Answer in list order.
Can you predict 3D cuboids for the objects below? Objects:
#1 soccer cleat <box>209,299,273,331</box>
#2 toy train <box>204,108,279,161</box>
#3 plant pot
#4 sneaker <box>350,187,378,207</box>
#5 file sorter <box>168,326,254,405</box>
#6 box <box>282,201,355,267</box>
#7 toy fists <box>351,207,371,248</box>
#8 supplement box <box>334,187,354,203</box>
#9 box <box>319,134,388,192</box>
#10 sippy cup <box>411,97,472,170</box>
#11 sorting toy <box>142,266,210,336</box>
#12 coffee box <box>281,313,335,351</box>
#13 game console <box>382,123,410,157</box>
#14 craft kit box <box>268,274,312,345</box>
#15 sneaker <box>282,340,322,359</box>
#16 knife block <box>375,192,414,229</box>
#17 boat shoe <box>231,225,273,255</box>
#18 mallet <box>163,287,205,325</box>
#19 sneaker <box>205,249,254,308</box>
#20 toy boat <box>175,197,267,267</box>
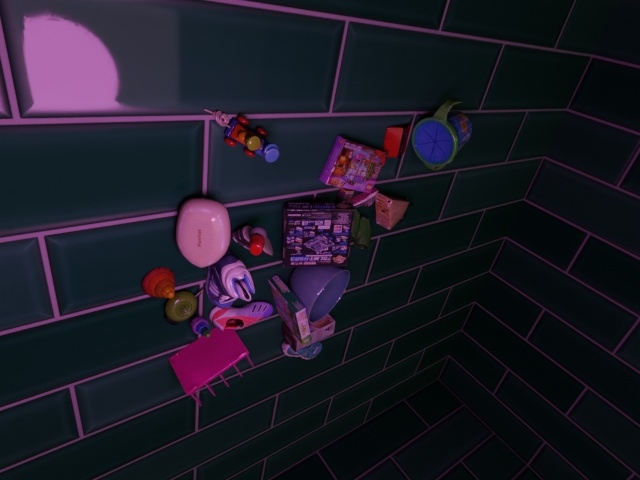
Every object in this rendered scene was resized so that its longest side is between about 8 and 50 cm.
[{"bbox_3d":[-0.332,0.343,1.863,0.318,0.116,0.109,3,119,-43],"label":"soccer cleat"},{"bbox_3d":[-0.253,-0.340,1.364,0.248,0.143,0.105,22,105,-49],"label":"toy train"},{"bbox_3d":[-0.028,0.207,1.947,0.290,0.195,0.290,-42,153,-28],"label":"plant pot"},{"bbox_3d":[0.208,-0.184,1.973,0.170,0.063,0.075,-31,132,-27],"label":"sneaker"},{"bbox_3d":[-0.467,0.546,1.844,0.290,0.202,0.182,-32,141,-19],"label":"file sorter"},{"bbox_3d":[-0.015,-0.021,1.791,0.295,0.073,0.294,-1,125,-7],"label":"box"},{"bbox_3d":[0.160,-0.062,1.974,0.279,0.096,0.143,30,66,-51],"label":"toy fists"},{"bbox_3d":[0.108,-0.195,1.888,0.054,0.043,0.083,-4,123,-42],"label":"supplement box"},{"bbox_3d":[0.149,-0.323,1.812,0.293,0.057,0.201,3,119,-44],"label":"box"},{"bbox_3d":[0.586,-0.495,1.961,0.224,0.240,0.305,-34,179,-32],"label":"sippy cup"},{"bbox_3d":[-0.518,0.258,1.584,0.127,0.126,0.366,-43,132,-19],"label":"sorting toy"},{"bbox_3d":[-0.064,0.455,2.182,0.246,0.141,0.098,-19,133,-30],"label":"coffee box"},{"bbox_3d":[0.348,-0.460,1.918,0.124,0.085,0.144,-51,155,-50],"label":"game console"},{"bbox_3d":[-0.139,0.319,1.918,0.060,0.250,0.247,-30,136,-19],"label":"craft kit box"},{"bbox_3d":[-0.081,0.580,2.266,0.110,0.107,0.275,-33,151,32],"label":"sneaker"},{"bbox_3d":[0.378,-0.184,2.082,0.242,0.088,0.276,-46,148,-24],"label":"knife block"},{"bbox_3d":[-0.269,0.007,1.700,0.079,0.084,0.233,-20,152,19],"label":"boat shoe"},{"bbox_3d":[-0.536,0.266,1.685,0.189,0.039,0.062,-39,139,-17],"label":"mallet"},{"bbox_3d":[-0.349,0.199,1.638,0.130,0.236,0.323,-19,132,-31],"label":"sneaker"},{"bbox_3d":[-0.352,-0.021,1.502,0.317,0.148,0.268,10,117,-10],"label":"toy boat"}]
